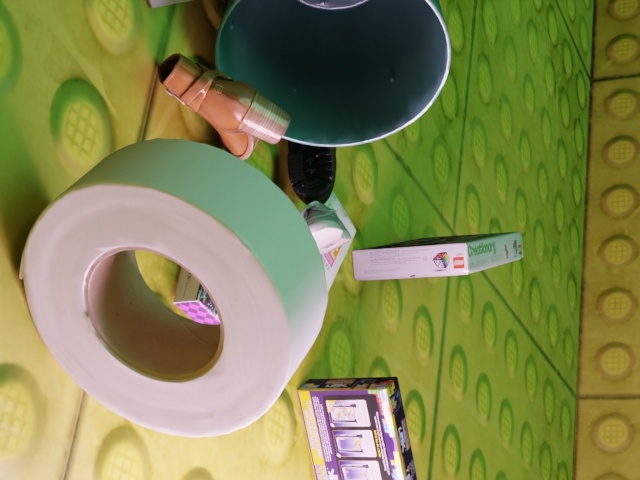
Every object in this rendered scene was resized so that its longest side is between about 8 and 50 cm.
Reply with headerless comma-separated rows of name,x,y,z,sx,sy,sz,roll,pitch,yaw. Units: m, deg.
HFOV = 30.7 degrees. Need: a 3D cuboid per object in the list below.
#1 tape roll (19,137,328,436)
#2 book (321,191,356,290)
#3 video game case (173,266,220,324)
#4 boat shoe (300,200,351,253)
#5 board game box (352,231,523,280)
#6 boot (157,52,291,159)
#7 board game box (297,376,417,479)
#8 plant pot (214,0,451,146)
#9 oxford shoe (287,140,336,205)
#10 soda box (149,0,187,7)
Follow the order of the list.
tape roll,-0.142,0.048,1.124,0.100,0.286,0.286,-54,133,-53
book,0.000,0.000,1.716,0.096,0.035,0.144,62,36,-33
video game case,-0.096,0.038,1.491,0.232,0.042,0.210,50,42,-51
boat shoe,0.000,-0.022,1.601,0.063,0.066,0.184,62,15,9
board game box,0.202,0.024,1.939,0.305,0.193,0.053,-9,95,-65
boot,-0.130,-0.167,1.403,0.152,0.197,0.073,28,77,-17
board game box,0.053,0.280,1.649,0.048,0.141,0.170,-35,117,-59
plant pot,0.015,-0.308,1.522,0.293,0.293,0.235,59,22,-43
oxford shoe,-0.013,-0.152,1.676,0.096,0.083,0.227,77,18,-68
soda box,-0.146,-0.366,1.415,0.216,0.074,0.069,-64,141,-47
